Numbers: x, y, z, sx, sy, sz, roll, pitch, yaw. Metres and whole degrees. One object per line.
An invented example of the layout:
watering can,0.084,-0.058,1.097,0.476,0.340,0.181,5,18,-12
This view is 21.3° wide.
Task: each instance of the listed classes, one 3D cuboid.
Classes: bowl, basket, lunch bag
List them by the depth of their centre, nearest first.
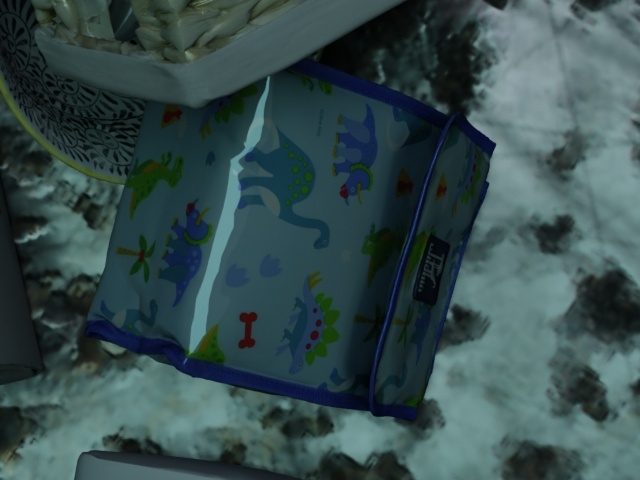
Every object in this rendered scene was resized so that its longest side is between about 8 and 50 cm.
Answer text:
basket,-0.023,-0.132,0.614,0.167,0.113,0.103,-31,117,-27
lunch bag,0.000,0.000,0.679,0.151,0.096,0.129,18,88,-40
bowl,-0.081,-0.113,0.698,0.080,0.170,0.170,23,85,49

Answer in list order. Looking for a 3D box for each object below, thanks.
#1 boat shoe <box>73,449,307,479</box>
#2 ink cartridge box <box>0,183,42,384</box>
boat shoe,0.038,0.162,0.672,0.301,0.108,0.102,17,85,-2
ink cartridge box,-0.247,-0.051,0.699,0.198,0.115,0.273,-14,84,3
